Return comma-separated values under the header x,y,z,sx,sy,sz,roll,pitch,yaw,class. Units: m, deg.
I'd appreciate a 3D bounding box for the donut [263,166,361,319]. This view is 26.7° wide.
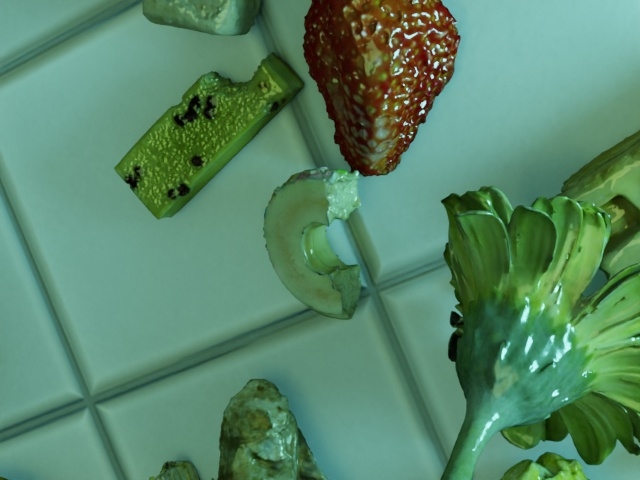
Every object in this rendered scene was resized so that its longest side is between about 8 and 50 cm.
x,y,z,sx,sy,sz,roll,pitch,yaw,class
-0.004,-0.003,1.417,0.108,0.065,0.166,10,115,38,donut

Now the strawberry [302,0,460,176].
x,y,z,sx,sy,sz,roll,pitch,yaw,class
0.050,-0.184,1.347,0.175,0.106,0.236,-18,92,26,strawberry

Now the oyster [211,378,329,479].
x,y,z,sx,sy,sz,roll,pitch,yaw,class
-0.030,0.305,1.472,0.166,0.094,0.294,-45,78,27,oyster

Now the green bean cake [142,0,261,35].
x,y,z,sx,sy,sz,roll,pitch,yaw,class
-0.117,-0.309,1.410,0.109,0.085,0.179,11,104,20,green bean cake

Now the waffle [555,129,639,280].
x,y,z,sx,sy,sz,roll,pitch,yaw,class
0.423,0.007,1.236,0.304,0.077,0.348,-37,84,23,waffle

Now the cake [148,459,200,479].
x,y,z,sx,sy,sz,roll,pitch,yaw,class
-0.130,0.346,1.538,0.116,0.079,0.185,3,96,26,cake

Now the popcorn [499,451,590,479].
x,y,z,sx,sy,sz,roll,pitch,yaw,class
0.230,0.270,1.357,0.120,0.116,0.106,-10,60,63,popcorn

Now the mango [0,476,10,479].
x,y,z,sx,sy,sz,roll,pitch,yaw,class
-0.367,0.398,1.623,0.154,0.126,0.252,-43,72,44,mango

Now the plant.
x,y,z,sx,sy,sz,roll,pitch,yaw,class
0.177,0.115,1.262,0.306,0.261,0.297,42,85,-13,plant

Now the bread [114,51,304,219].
x,y,z,sx,sy,sz,roll,pitch,yaw,class
-0.124,-0.123,1.465,0.226,0.049,0.088,-44,81,23,bread
